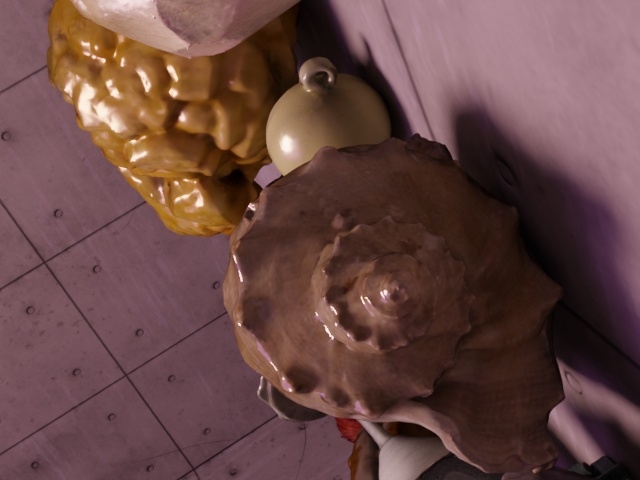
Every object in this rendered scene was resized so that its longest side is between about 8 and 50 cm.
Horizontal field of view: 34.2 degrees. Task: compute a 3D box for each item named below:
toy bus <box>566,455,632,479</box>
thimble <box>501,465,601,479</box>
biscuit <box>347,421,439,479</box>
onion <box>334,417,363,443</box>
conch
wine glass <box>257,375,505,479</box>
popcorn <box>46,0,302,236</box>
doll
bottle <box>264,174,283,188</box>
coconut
[{"bbox_3d":[0.226,0.252,0.900,0.101,0.088,0.175,56,171,14],"label":"toy bus"},{"bbox_3d":[0.171,0.261,0.692,0.157,0.217,0.245,18,-159,19],"label":"thimble"},{"bbox_3d":[0.156,0.300,1.031,0.332,0.103,0.332,43,-158,-22],"label":"biscuit"},{"bbox_3d":[0.082,0.187,1.404,0.184,0.147,0.183,6,-90,-78],"label":"onion"},{"bbox_3d":[0.073,0.042,0.735,0.263,0.186,0.324,43,-168,2],"label":"conch"},{"bbox_3d":[0.052,0.167,0.887,0.232,0.156,0.156,41,162,49],"label":"wine glass"},{"bbox_3d":[-0.131,-0.146,0.963,0.265,0.225,0.332,-120,18,-48],"label":"popcorn"},{"bbox_3d":[0.017,-0.044,0.924,0.117,0.141,0.296,-106,5,-49],"label":"doll"},{"bbox_3d":[0.000,0.000,1.148,0.271,0.156,0.143,86,-177,-72],"label":"bottle"},{"bbox_3d":[-0.092,-0.209,0.729,0.171,0.183,0.171,54,175,7],"label":"coconut"}]
